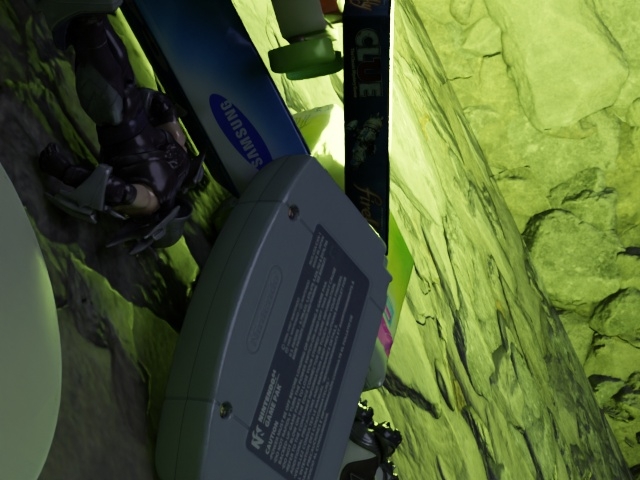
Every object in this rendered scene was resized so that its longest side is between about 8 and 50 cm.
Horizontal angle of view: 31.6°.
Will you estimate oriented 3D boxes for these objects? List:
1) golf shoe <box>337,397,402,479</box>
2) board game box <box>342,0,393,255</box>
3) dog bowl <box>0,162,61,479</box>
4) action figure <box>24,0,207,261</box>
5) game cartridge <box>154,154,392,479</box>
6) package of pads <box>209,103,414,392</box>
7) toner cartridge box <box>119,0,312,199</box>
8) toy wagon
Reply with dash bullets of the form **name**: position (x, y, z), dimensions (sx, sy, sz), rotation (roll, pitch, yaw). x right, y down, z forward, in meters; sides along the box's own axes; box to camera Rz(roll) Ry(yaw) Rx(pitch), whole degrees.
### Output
- **golf shoe**: position (0.021, 0.218, 1.040), dimensions (0.077, 0.094, 0.198), rotation (34, -23, 23)
- **board game box**: position (0.046, -0.131, 1.060), dimensions (0.165, 0.042, 0.243), rotation (-83, 173, -55)
- **dog bowl**: position (-0.233, 0.025, 0.489), dimensions (0.265, 0.104, 0.265), rotation (54, 23, -35)
- **action figure**: position (-0.161, -0.109, 0.864), dimensions (0.185, 0.099, 0.285), rotation (-90, 167, -63)
- **game cartridge**: position (-0.031, 0.088, 0.912), dimensions (0.196, 0.060, 0.294), rotation (53, 46, -46)
- **package of pads**: position (0.000, 0.000, 1.178), dimensions (0.229, 0.101, 0.296), rotation (64, 18, -16)
- **toner cartridge box**: position (-0.132, -0.209, 0.989), dimensions (0.348, 0.075, 0.165), rotation (62, -7, -16)
- **toy wagon**: position (-0.033, -0.274, 0.946), dimensions (0.344, 0.068, 0.267), rotation (-53, 131, -83)
